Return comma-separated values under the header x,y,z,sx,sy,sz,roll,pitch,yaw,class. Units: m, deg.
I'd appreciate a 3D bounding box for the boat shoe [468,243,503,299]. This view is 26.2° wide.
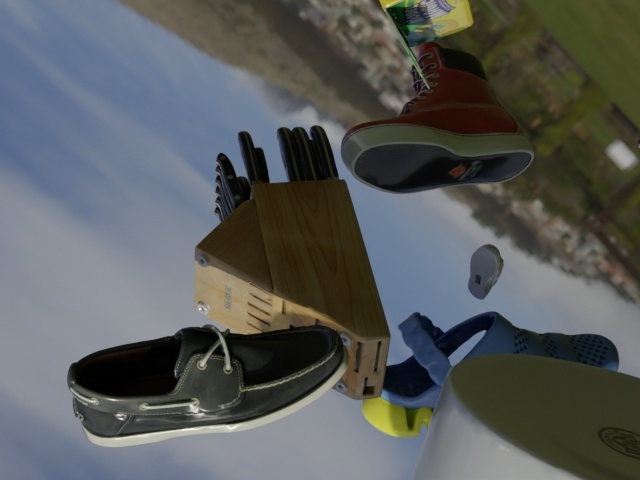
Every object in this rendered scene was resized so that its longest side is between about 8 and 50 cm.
x,y,z,sx,sy,sz,roll,pitch,yaw,class
0.199,0.031,1.625,0.035,0.035,0.100,35,150,22,boat shoe

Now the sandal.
x,y,z,sx,sy,sz,roll,pitch,yaw,class
0.207,0.146,1.633,0.126,0.317,0.138,-121,28,-60,sandal

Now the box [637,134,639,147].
x,y,z,sx,sy,sz,roll,pitch,yaw,class
0.313,-0.169,0.951,0.044,0.233,0.159,34,-148,0,box

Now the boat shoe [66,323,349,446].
x,y,z,sx,sy,sz,roll,pitch,yaw,class
-0.092,0.109,1.141,0.084,0.233,0.079,-103,2,-50,boat shoe

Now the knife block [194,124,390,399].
x,y,z,sx,sy,sz,roll,pitch,yaw,class
0.000,0.000,1.339,0.276,0.242,0.088,28,139,22,knife block

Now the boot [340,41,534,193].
x,y,z,sx,sy,sz,roll,pitch,yaw,class
0.103,-0.146,1.521,0.244,0.088,0.176,-4,-123,-35,boot

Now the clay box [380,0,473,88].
x,y,z,sx,sy,sz,roll,pitch,yaw,class
0.040,-0.208,0.834,0.127,0.053,0.222,14,-125,-80,clay box

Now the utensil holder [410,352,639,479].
x,y,z,sx,sy,sz,roll,pitch,yaw,class
0.180,0.313,0.992,0.328,0.385,0.327,14,-168,-3,utensil holder
